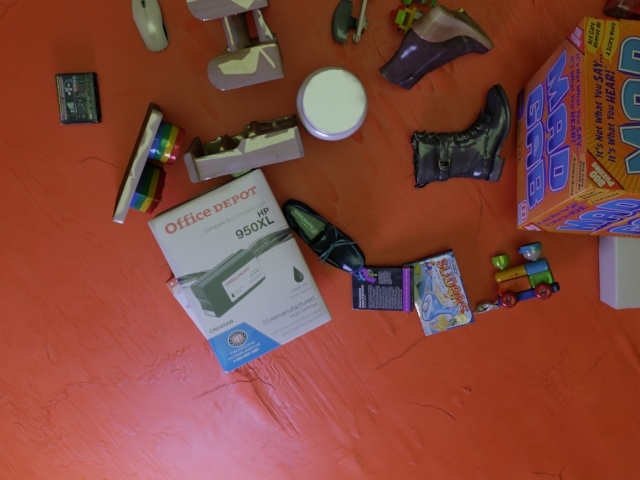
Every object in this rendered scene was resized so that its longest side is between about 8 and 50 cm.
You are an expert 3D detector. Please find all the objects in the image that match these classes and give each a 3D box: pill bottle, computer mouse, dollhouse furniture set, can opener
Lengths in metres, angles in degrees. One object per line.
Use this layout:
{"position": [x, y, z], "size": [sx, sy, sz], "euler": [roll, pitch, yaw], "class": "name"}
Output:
{"position": [0.024, -0.308, 1.368], "size": [0.160, 0.283, 0.160], "euler": [0, 100, -1], "class": "pill bottle"}
{"position": [-0.414, -0.551, 1.435], "size": [0.106, 0.042, 0.193], "euler": [-17, 100, 0], "class": "computer mouse"}
{"position": [-0.206, -0.361, 1.315], "size": [0.256, 0.362, 0.394], "euler": [-14, 112, 1], "class": "dollhouse furniture set"}
{"position": [0.090, -0.610, 1.422], "size": [0.095, 0.076, 0.284], "euler": [9, 99, -4], "class": "can opener"}

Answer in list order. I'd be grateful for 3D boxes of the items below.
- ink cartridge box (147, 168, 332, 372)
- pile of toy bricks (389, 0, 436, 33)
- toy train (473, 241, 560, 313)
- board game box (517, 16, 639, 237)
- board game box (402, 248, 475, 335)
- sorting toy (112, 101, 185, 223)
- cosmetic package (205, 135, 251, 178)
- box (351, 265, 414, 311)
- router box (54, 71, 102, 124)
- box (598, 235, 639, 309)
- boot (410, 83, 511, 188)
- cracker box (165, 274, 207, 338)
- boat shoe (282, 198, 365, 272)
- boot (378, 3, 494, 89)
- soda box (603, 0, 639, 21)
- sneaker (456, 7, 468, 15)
{"position": [-0.189, 0.063, 1.428], "size": [0.285, 0.166, 0.395], "euler": [-26, 99, -6], "class": "ink cartridge box"}
{"position": [0.234, -0.603, 1.426], "size": [0.105, 0.118, 0.212], "euler": [30, 117, 21], "class": "pile of toy bricks"}
{"position": [0.475, 0.101, 1.559], "size": [0.248, 0.105, 0.143], "euler": [-18, 84, 25], "class": "toy train"}
{"position": [0.668, -0.220, 1.315], "size": [0.356, 0.356, 0.356], "euler": [4, 79, -2], "class": "board game box"}
{"position": [0.309, 0.136, 1.570], "size": [0.136, 0.035, 0.201], "euler": [-19, 100, 12], "class": "board game box"}
{"position": [-0.396, -0.178, 1.404], "size": [0.089, 0.255, 0.257], "euler": [20, 99, -21], "class": "sorting toy"}
{"position": [-0.225, -0.202, 1.502], "size": [0.115, 0.041, 0.060], "euler": [41, 96, -8], "class": "cosmetic package"}
{"position": [0.161, 0.123, 1.559], "size": [0.162, 0.029, 0.116], "euler": [1, 100, 13], "class": "box"}
{"position": [-0.590, -0.346, 1.468], "size": [0.092, 0.038, 0.123], "euler": [-2, 100, -2], "class": "router box"}
{"position": [0.788, 0.031, 1.546], "size": [0.113, 0.094, 0.275], "euler": [-5, 101, -1], "class": "box"}
{"position": [0.339, -0.254, 1.485], "size": [0.228, 0.091, 0.263], "euler": [2, 102, -3], "class": "boot"}
{"position": [-0.265, 0.152, 1.551], "size": [0.155, 0.067, 0.232], "euler": [-35, 100, 3], "class": "cracker box"}
{"position": [0.000, 0.000, 1.512], "size": [0.258, 0.089, 0.109], "euler": [34, 97, -2], "class": "boat shoe"}
{"position": [0.279, -0.449, 1.448], "size": [0.207, 0.248, 0.090], "euler": [-46, 54, 35], "class": "boot"}
{"position": [0.778, -0.661, 1.428], "size": [0.092, 0.083, 0.263], "euler": [18, 100, -4], "class": "soda box"}
{"position": [0.331, -0.525, 1.466], "size": [0.035, 0.031, 0.083], "euler": [34, 97, -7], "class": "sneaker"}
